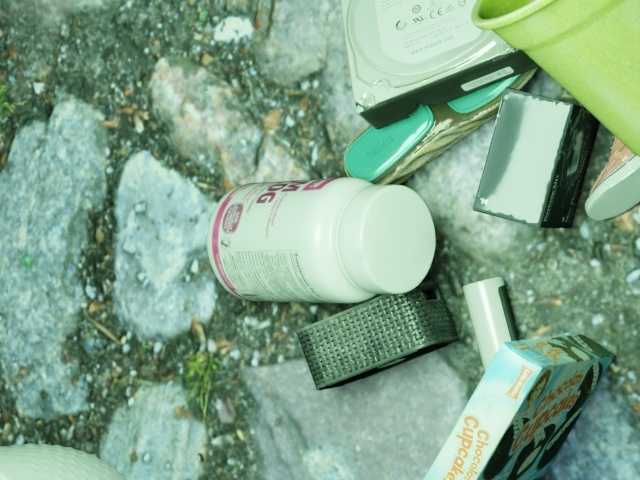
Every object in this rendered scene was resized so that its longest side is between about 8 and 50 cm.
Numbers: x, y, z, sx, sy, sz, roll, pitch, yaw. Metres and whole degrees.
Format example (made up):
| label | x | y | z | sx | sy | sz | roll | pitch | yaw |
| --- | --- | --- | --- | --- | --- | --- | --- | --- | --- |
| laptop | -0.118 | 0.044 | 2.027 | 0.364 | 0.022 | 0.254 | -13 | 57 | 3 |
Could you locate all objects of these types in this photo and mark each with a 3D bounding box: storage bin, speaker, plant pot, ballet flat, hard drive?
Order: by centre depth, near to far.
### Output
| label | x | y | z | sx | sy | sz | roll | pitch | yaw |
| --- | --- | --- | --- | --- | --- | --- | --- | --- | --- |
| plant pot | 0.356 | -0.243 | 1.736 | 0.276 | 0.276 | 0.254 | -36 | 107 | 19 |
| hard drive | 0.136 | -0.332 | 1.941 | 0.237 | 0.064 | 0.339 | -19 | 60 | 24 |
| speaker | 0.226 | 0.118 | 1.969 | 0.055 | 0.055 | 0.136 | -16 | 83 | 23 |
| ballet flat | 0.166 | -0.174 | 1.969 | 0.316 | 0.106 | 0.108 | -34 | 70 | 19 |
| storage bin | 0.075 | 0.125 | 1.998 | 0.180 | 0.122 | 0.084 | -23 | 80 | 22 |

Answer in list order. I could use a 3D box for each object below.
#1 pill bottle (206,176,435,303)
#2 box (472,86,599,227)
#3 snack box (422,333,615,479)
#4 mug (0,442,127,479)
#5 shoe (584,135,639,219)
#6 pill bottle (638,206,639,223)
| label | x | y | z | sx | sy | sz | roll | pitch | yaw |
| --- | --- | --- | --- | --- | --- | --- | --- | --- | --- |
| pill bottle | 0.000 | 0.000 | 1.962 | 0.283 | 0.160 | 0.160 | -1 | 89 | 46 |
| box | 0.270 | -0.099 | 1.895 | 0.093 | 0.158 | 0.156 | 17 | 97 | 23 |
| snack box | 0.242 | 0.207 | 1.815 | 0.060 | 0.322 | 0.187 | 33 | 102 | 22 |
| mug | -0.355 | 0.438 | 2.071 | 0.374 | 0.328 | 0.276 | 32 | 102 | 20 |
| shoe | 0.387 | -0.108 | 1.902 | 0.178 | 0.063 | 0.081 | -49 | 42 | 32 |
| pill bottle | 0.526 | -0.011 | 1.782 | 0.278 | 0.162 | 0.162 | 36 | 103 | 20 |
